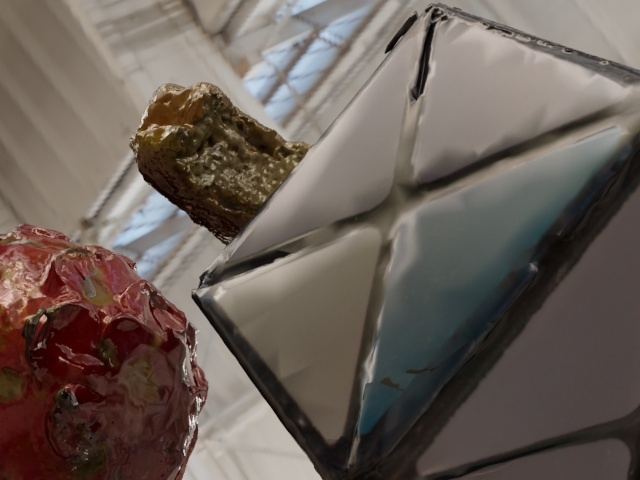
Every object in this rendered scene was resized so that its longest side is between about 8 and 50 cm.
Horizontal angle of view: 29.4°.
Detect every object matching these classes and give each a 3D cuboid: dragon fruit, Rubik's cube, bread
[{"bbox_3d":[-0.260,0.176,1.304,0.249,0.371,0.387,1,-96,27],"label":"dragon fruit"},{"bbox_3d":[0.139,0.051,0.833,0.305,0.310,0.307,42,0,-29],"label":"Rubik's cube"},{"bbox_3d":[0.000,0.000,1.080,0.185,0.109,0.380,11,-24,46],"label":"bread"}]
